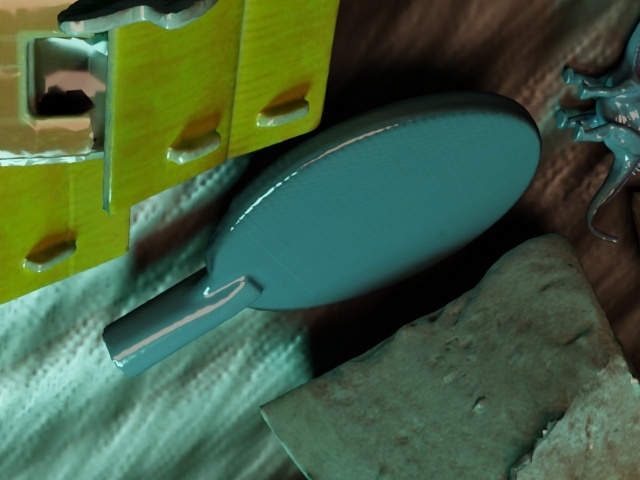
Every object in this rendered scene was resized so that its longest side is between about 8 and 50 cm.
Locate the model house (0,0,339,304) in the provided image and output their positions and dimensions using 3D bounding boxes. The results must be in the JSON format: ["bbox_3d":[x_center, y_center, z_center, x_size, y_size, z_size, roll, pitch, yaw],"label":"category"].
[{"bbox_3d":[-0.131,-0.063,0.645,0.323,0.340,0.300,-4,124,-16],"label":"model house"}]

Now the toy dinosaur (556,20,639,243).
[{"bbox_3d":[0.212,-0.089,0.882,0.080,0.045,0.197,-2,112,-16],"label":"toy dinosaur"}]

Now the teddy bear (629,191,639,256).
[{"bbox_3d":[0.467,0.065,0.883,0.362,0.375,0.327,-4,135,-27],"label":"teddy bear"}]

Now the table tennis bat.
[{"bbox_3d":[0.000,0.000,0.841,0.329,0.044,0.215,-28,153,8],"label":"table tennis bat"}]

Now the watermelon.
[{"bbox_3d":[0.155,0.120,0.916,0.387,0.228,0.258,7,110,-24],"label":"watermelon"}]
